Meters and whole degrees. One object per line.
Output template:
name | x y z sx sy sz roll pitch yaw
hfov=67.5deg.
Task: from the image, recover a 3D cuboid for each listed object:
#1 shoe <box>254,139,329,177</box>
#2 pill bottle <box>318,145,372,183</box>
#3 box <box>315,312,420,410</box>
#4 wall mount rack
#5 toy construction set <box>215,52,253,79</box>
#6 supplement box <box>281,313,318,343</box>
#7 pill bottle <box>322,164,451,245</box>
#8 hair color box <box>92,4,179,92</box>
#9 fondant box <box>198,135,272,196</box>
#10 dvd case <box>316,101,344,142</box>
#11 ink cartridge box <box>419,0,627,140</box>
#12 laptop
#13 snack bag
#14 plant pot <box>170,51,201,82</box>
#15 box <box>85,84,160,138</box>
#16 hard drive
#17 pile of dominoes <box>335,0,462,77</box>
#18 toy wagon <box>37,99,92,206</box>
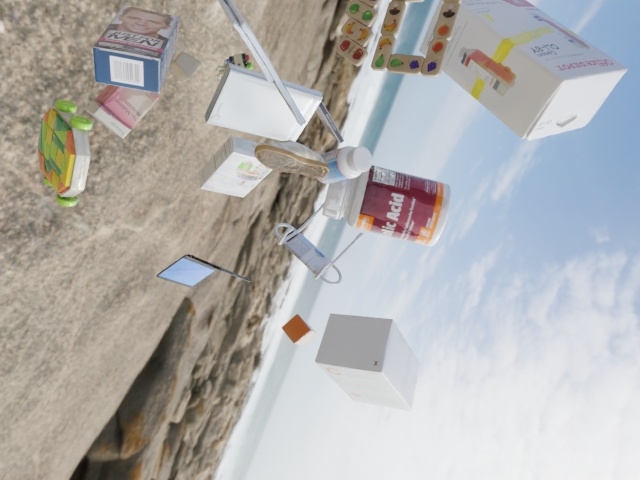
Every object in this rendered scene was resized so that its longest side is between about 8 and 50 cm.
shoe | -0.073 -0.209 1.194 0.077 0.219 0.058 -29 -119 41
pill bottle | 0.060 -0.205 1.287 0.160 0.087 0.087 -4 -122 52
box | 0.163 0.392 1.525 0.345 0.215 0.168 57 43 -47
wall mount rack | 0.000 0.000 1.933 0.304 0.350 0.130 -39 169 -50
toy construction set | -0.325 -0.646 1.999 0.151 0.327 0.215 -27 163 -5
supplement box | -0.069 0.320 1.689 0.080 0.078 0.233 -41 165 -3
pill bottle | 0.217 -0.129 1.615 0.224 0.393 0.223 13 90 -89
hair color box | -0.529 -0.570 1.404 0.347 0.174 0.105 -97 -162 -47
fondant box | -0.389 -0.337 2.247 0.330 0.238 0.096 -33 -122 43
dvd case | 0.020 -0.589 2.280 0.030 0.238 0.179 -35 -140 1
ink cartridge box | 0.480 -0.439 1.162 0.279 0.384 0.160 -18 148 -31
laptop | -0.464 0.151 1.909 0.136 0.265 0.234 -67 154 -6
snack bag | -0.170 -0.496 1.254 0.037 0.323 0.342 -32 143 5
plant pot | -0.663 -0.848 2.324 0.109 0.096 0.109 8 -117 53
box | -0.783 -0.547 1.903 0.232 0.127 0.148 -53 134 -8
hard drive | -0.198 -0.470 1.686 0.233 0.353 0.047 -50 -134 41
pile of dominoes | 0.125 -0.391 0.752 0.040 0.196 0.251 18 89 -62
toy wagon | -0.774 -0.277 1.422 0.068 0.344 0.267 -5 127 -48
